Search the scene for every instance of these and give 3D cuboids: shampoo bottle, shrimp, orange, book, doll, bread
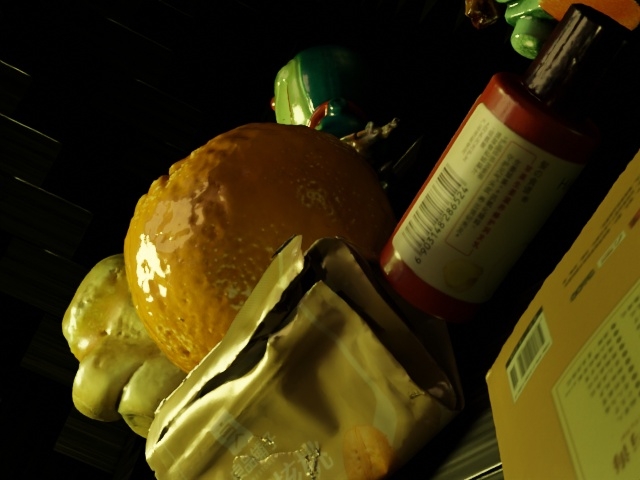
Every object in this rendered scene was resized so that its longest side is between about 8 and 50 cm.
[{"bbox_3d":[0.159,-0.065,0.816,0.278,0.104,0.104,-59,12,25],"label":"shampoo bottle"},{"bbox_3d":[0.037,-0.075,1.347,0.254,0.145,0.059,-24,37,33],"label":"shrimp"},{"bbox_3d":[-0.078,0.011,1.189,0.340,0.293,0.340,-48,8,9],"label":"orange"},{"bbox_3d":[0.185,0.094,0.538,0.269,0.032,0.389,-60,11,26],"label":"book"},{"bbox_3d":[0.021,-0.186,1.542,0.198,0.186,0.322,84,176,-46],"label":"doll"},{"bbox_3d":[-0.206,0.158,1.448,0.210,0.341,0.300,86,-164,-63],"label":"bread"}]

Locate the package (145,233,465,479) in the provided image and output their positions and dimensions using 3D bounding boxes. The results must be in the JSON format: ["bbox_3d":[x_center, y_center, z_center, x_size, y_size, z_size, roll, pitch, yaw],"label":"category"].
[{"bbox_3d":[-0.039,0.150,0.916,0.311,0.165,0.221,-47,27,28],"label":"package"}]

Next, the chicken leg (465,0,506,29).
[{"bbox_3d":[0.241,-0.412,1.301,0.113,0.093,0.304,90,-168,-69],"label":"chicken leg"}]

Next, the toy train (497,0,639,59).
[{"bbox_3d":[0.264,-0.299,0.887,0.177,0.116,0.285,-4,59,63],"label":"toy train"}]
